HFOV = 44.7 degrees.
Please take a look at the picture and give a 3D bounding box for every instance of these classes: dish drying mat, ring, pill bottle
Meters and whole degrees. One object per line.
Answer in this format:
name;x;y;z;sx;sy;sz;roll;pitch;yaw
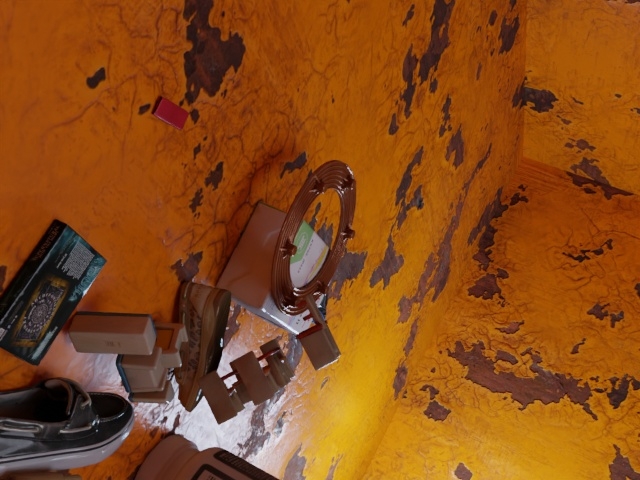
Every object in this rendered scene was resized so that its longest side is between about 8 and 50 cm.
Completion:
dish drying mat;-0.233;-0.198;1.214;0.032;0.008;0.083;-66;159;0
ring;0.000;0.000;1.598;0.336;0.032;0.336;-49;150;-43
pill bottle;-0.186;0.546;1.566;0.210;0.363;0.210;-48;151;-39

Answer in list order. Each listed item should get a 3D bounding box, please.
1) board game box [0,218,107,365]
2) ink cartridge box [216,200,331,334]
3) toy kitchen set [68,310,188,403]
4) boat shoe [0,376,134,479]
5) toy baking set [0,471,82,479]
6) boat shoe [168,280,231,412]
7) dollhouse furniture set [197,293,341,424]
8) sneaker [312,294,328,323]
board game box;-0.388;0.077;1.102;0.186;0.026;0.126;-60;157;-17
ink cartridge box;-0.072;0.081;1.701;0.207;0.119;0.353;-64;158;-10
toy kitchen set;-0.309;0.156;1.292;0.166;0.122;0.207;-83;173;-46
boat shoe;-0.389;0.265;1.154;0.335;0.121;0.119;-3;118;-64
toy baking set;-0.443;0.404;1.069;0.197;0.030;0.256;-60;148;0
boat shoe;-0.241;0.204;1.503;0.104;0.089;0.285;-57;164;-64
dollhouse furniture set;-0.103;0.223;1.510;0.259;0.135;0.262;-28;175;5
sneaker;-0.020;0.142;1.976;0.188;0.067;0.078;75;21;-54
